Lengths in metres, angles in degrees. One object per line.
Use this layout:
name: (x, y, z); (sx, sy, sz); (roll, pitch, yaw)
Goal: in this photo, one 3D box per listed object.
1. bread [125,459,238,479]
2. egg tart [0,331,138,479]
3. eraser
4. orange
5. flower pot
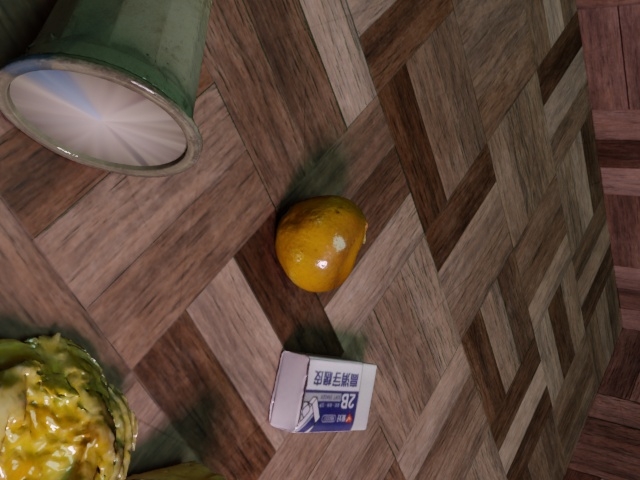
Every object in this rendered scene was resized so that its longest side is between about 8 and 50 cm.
bread: (-0.189, 0.430, 0.927); (0.178, 0.142, 0.265); (7, 93, -12)
egg tart: (-0.308, 0.241, 0.739); (0.297, 0.132, 0.296); (0, 90, -53)
eraser: (0.011, 0.257, 1.189); (0.210, 0.068, 0.124); (18, 79, -52)
orange: (0.000, 0.000, 1.092); (0.156, 0.134, 0.156); (-57, 178, -4)
flower pot: (-0.208, -0.198, 0.751); (0.212, 0.213, 0.202); (42, 50, -47)
